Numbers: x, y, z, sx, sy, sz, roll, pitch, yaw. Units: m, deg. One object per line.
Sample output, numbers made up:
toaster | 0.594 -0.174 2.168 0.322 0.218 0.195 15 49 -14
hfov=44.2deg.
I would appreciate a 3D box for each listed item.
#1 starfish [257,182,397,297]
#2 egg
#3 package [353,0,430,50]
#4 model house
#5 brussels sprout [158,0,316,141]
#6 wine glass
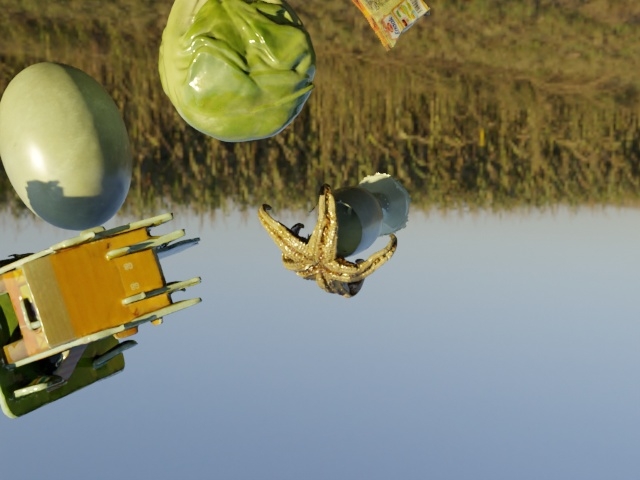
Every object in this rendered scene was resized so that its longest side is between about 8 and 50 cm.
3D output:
starfish | -0.001 -0.001 1.066 0.190 0.146 0.074 29 -129 1
egg | -0.518 -0.192 1.608 0.258 0.352 0.258 -15 180 0
package | 0.124 -0.401 1.343 0.121 0.108 0.031 -44 -162 -20
model house | -0.299 0.091 1.226 0.312 0.242 0.357 -17 177 15
brussels sprout | -0.151 -0.348 1.519 0.328 0.328 0.247 -2 168 -21
wine glass | 0.080 -0.051 1.589 0.143 0.143 0.321 2 -170 21
